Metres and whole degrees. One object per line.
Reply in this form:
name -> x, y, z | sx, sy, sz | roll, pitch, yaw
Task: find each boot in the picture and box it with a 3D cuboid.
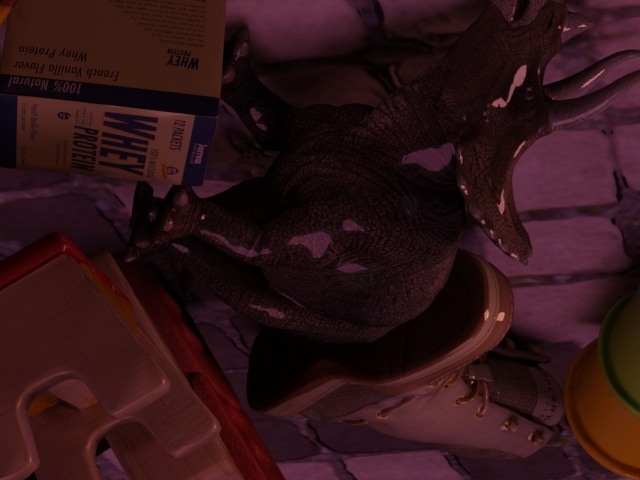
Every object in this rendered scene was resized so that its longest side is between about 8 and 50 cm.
boot -> 0.077, 0.069, 0.943 | 0.165, 0.077, 0.213 | 18, 154, -29

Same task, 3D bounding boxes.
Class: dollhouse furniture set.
dollhouse furniture set -> -0.149, 0.095, 0.778 | 0.201, 0.152, 0.374 | -32, 161, -2

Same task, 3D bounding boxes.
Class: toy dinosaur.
toy dinosaur -> 0.000, 0.000, 0.765 | 0.160, 0.121, 0.313 | 23, 144, -12

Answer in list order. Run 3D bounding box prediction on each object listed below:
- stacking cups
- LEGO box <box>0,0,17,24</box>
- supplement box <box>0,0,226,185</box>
stacking cups -> 0.199, 0.022, 0.827 | 0.096, 0.096, 0.316 | 4, 152, -4
LEGO box -> -0.317, -0.103, 0.492 | 0.372, 0.193, 0.500 | 15, 150, -25
supplement box -> -0.080, -0.073, 0.660 | 0.083, 0.083, 0.056 | 5, 153, -8
